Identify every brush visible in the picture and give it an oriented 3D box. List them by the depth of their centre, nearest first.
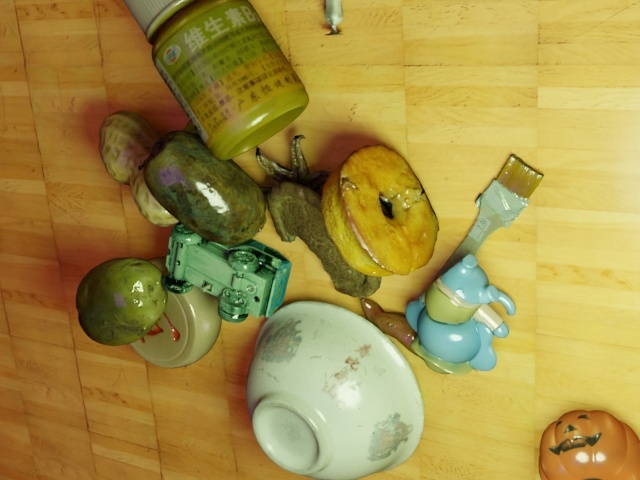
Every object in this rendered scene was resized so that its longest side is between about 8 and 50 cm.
[{"bbox_3d":[0.296,-0.009,1.617,0.085,0.020,0.336,38,123,14],"label":"brush"}]

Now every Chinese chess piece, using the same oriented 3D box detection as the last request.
[{"bbox_3d":[-0.357,0.170,2.029,0.273,0.102,0.273,12,113,28],"label":"Chinese chess piece"}]

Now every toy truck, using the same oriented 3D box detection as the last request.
[{"bbox_3d":[-0.207,0.060,1.864,0.279,0.156,0.155,25,119,22],"label":"toy truck"}]

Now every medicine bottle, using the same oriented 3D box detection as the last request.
[{"bbox_3d":[-0.208,-0.367,1.667,0.224,0.224,0.384,-35,88,35],"label":"medicine bottle"}]

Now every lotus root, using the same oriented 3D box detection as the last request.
[{"bbox_3d":[-0.230,-0.098,1.752,0.275,0.152,0.160,37,122,-23],"label":"lotus root"}]

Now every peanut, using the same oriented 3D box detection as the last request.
[{"bbox_3d":[-0.381,-0.160,1.883,0.305,0.147,0.147,47,125,20],"label":"peanut"}]

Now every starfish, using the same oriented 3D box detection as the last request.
[{"bbox_3d":[-0.042,-0.110,1.767,0.213,0.057,0.238,-20,116,40],"label":"starfish"}]

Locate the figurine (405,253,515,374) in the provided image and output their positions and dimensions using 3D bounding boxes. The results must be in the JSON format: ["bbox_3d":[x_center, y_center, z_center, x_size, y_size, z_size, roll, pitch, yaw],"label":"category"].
[{"bbox_3d":[0.264,0.148,1.615,0.180,0.154,0.262,23,135,-5],"label":"figurine"}]

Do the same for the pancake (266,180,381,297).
[{"bbox_3d":[0.000,0.000,1.736,0.286,0.033,0.288,7,133,51],"label":"pancake"}]

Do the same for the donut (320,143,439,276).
[{"bbox_3d":[0.111,-0.050,1.588,0.118,0.253,0.253,-33,89,44],"label":"donut"}]

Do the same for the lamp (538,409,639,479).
[{"bbox_3d":[0.489,0.393,1.569,0.188,0.164,0.187,5,125,8],"label":"lamp"}]

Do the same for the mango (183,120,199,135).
[{"bbox_3d":[-0.238,-0.206,1.825,0.117,0.089,0.163,39,123,9],"label":"mango"}]

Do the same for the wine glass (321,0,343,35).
[{"bbox_3d":[0.022,-0.424,1.617,0.042,0.039,0.083,3,108,18],"label":"wine glass"}]

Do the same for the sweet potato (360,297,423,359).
[{"bbox_3d":[0.164,0.181,1.750,0.202,0.055,0.058,36,79,19],"label":"sweet potato"}]

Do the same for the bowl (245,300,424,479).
[{"bbox_3d":[-0.017,0.361,1.814,0.435,0.196,0.434,16,122,28],"label":"bowl"}]

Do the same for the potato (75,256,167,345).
[{"bbox_3d":[-0.449,0.139,1.928,0.228,0.148,0.197,-7,116,31],"label":"potato"}]
